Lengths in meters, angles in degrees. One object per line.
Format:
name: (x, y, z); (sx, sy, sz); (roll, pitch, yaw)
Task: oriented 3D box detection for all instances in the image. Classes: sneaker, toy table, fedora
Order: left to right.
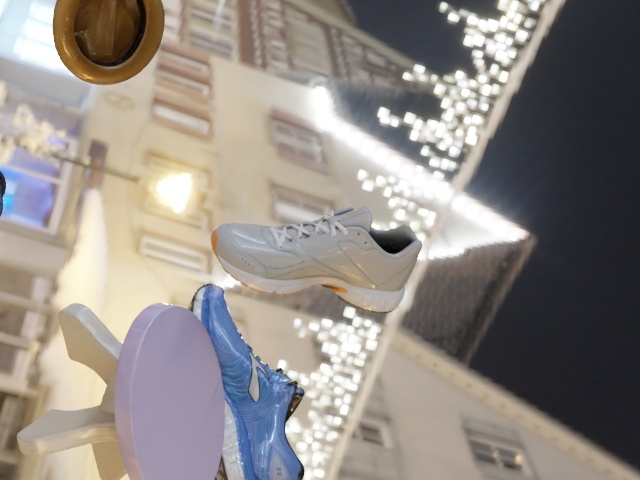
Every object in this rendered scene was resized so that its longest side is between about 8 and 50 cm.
fedora: (-0.337, -0.342, 1.902); (0.079, 0.194, 0.194); (32, -74, 55)
toy table: (-0.233, 0.199, 1.519); (0.252, 0.160, 0.274); (-22, 114, -55)
sneaker: (-0.108, 0.210, 1.715); (0.130, 0.147, 0.330); (118, -42, -56)
sneaker: (0.000, 0.000, 1.461); (0.121, 0.262, 0.099); (-62, -150, 33)

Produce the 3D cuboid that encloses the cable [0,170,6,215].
cable: (-0.485, -0.099, 1.600); (0.047, 0.184, 0.150); (-33, 176, 33)
